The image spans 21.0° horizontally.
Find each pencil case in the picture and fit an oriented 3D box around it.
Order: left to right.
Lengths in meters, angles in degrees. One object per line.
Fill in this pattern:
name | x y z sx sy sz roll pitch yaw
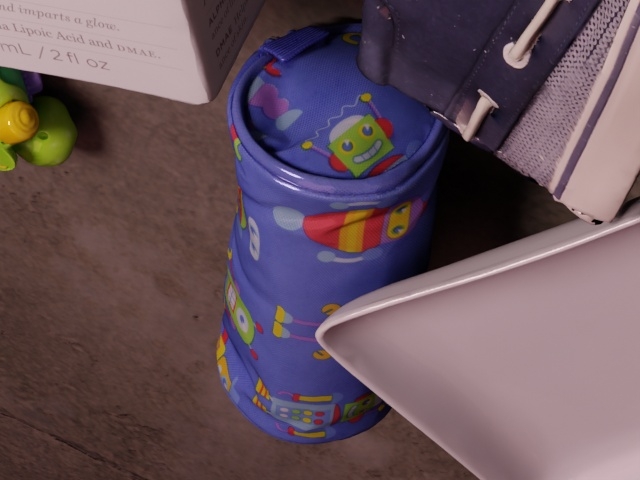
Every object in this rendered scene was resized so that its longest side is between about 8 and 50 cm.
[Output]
pencil case | 0.000 0.000 0.997 0.133 0.119 0.306 59 161 28

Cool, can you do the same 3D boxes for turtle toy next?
turtle toy | -0.204 -0.086 1.054 0.095 0.066 0.130 -12 133 43

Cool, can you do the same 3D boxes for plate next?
plate | 0.182 0.058 0.955 0.277 0.045 0.278 -22 139 25

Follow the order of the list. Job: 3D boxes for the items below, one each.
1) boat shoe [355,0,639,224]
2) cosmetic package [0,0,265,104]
boat shoe | 0.106 -0.144 0.722 0.158 0.127 0.340 29 145 9
cosmetic package | -0.103 -0.185 0.771 0.151 0.151 0.183 11 145 18
